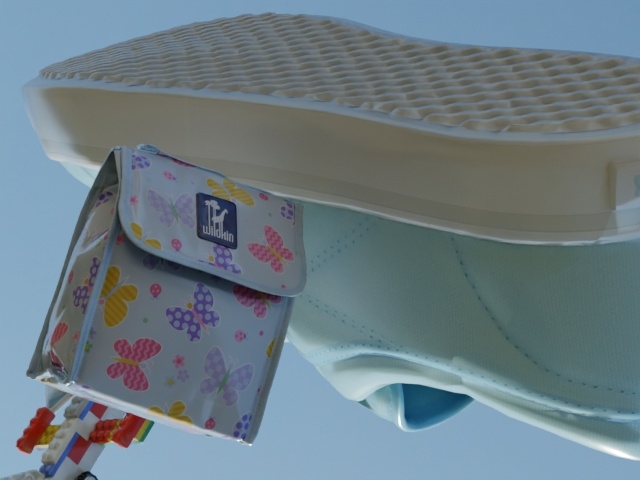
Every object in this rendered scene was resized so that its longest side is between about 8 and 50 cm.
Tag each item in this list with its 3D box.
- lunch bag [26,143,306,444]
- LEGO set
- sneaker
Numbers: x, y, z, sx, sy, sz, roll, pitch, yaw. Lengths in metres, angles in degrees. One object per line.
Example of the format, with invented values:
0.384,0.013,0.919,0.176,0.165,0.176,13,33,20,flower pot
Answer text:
-0.046,0.016,0.573,0.053,0.071,0.083,-5,-115,63,lunch bag
-0.102,0.054,0.982,0.182,0.060,0.244,-42,-155,11,LEGO set
0.000,0.000,0.689,0.366,0.135,0.150,18,-60,53,sneaker
